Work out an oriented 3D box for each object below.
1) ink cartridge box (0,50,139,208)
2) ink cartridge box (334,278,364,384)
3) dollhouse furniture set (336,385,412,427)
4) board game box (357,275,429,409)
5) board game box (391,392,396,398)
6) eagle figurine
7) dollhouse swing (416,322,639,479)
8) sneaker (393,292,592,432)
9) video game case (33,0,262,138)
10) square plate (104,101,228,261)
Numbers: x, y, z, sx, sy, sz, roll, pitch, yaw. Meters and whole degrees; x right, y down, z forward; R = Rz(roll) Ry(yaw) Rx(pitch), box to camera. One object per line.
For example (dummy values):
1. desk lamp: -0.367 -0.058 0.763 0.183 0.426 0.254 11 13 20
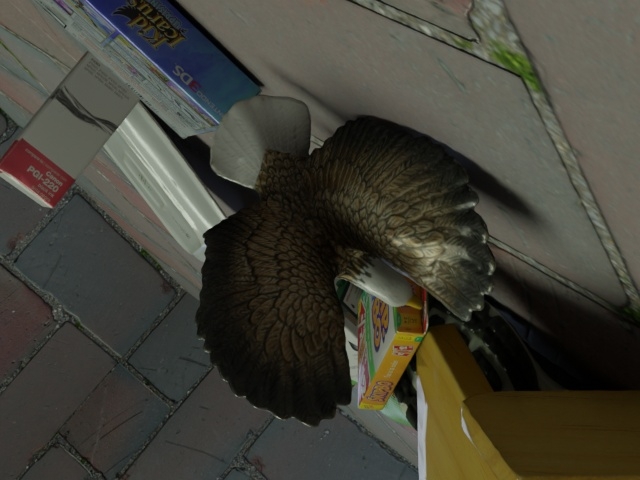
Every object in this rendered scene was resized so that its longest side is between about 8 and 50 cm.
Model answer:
1. ink cartridge box: -0.320 -0.152 1.633 0.092 0.218 0.158 37 172 -15
2. ink cartridge box: 0.001 0.098 1.744 0.219 0.092 0.160 44 145 -22
3. dollhouse furniture set: 0.088 0.317 2.391 0.197 0.151 0.301 29 166 50
4. board game box: 0.071 0.074 1.281 0.039 0.124 0.259 5 154 -9
5. board game box: 0.002 0.107 2.026 0.242 0.064 0.316 32 168 42
6. eagle figurine: 0.011 0.004 1.092 0.225 0.226 0.298 6 -168 -6
7. dollhouse swing: 0.245 0.257 1.129 0.305 0.315 0.347 -82 -11 -63
8. sneaker: 0.235 0.195 1.331 0.410 0.158 0.182 40 -170 33
9. video game case: -0.202 -0.221 1.325 0.269 0.061 0.244 43 172 -14
10. square plate: -0.248 -0.101 1.902 0.344 0.049 0.347 53 168 -3
